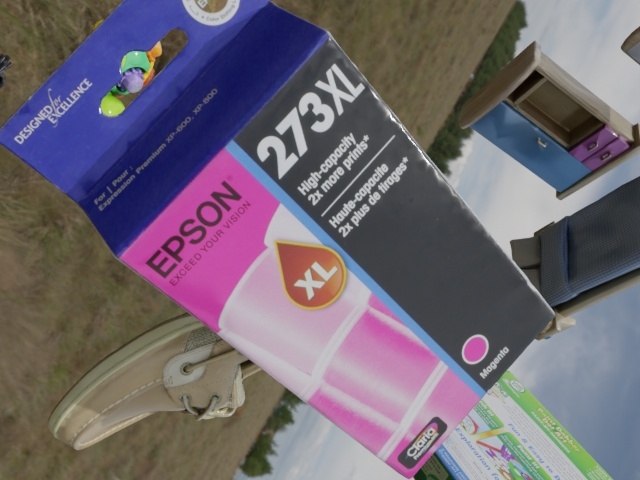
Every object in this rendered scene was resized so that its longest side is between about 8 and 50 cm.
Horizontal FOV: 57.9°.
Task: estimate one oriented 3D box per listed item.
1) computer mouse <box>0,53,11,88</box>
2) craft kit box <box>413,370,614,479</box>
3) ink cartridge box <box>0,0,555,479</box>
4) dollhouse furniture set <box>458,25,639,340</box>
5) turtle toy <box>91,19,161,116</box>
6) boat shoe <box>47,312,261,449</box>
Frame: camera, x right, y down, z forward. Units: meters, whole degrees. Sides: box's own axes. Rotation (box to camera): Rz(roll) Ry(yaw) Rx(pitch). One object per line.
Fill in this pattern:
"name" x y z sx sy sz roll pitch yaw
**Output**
"computer mouse" -0.398 -0.068 0.548 0.272 0.072 0.189 -32 -143 41
"craft kit box" 0.224 0.269 0.674 0.246 0.250 0.061 1 125 -37
"ink cartridge box" 0.000 0.000 0.389 0.176 0.371 0.069 -47 -155 -2
"dollhouse furniture set" 0.299 -0.078 0.664 0.286 0.198 0.303 -42 -157 48
"turtle toy" -0.207 -0.170 0.580 0.095 0.066 0.130 8 -111 52
"boat shoe" -0.112 0.126 0.573 0.302 0.098 0.109 -29 163 -17
